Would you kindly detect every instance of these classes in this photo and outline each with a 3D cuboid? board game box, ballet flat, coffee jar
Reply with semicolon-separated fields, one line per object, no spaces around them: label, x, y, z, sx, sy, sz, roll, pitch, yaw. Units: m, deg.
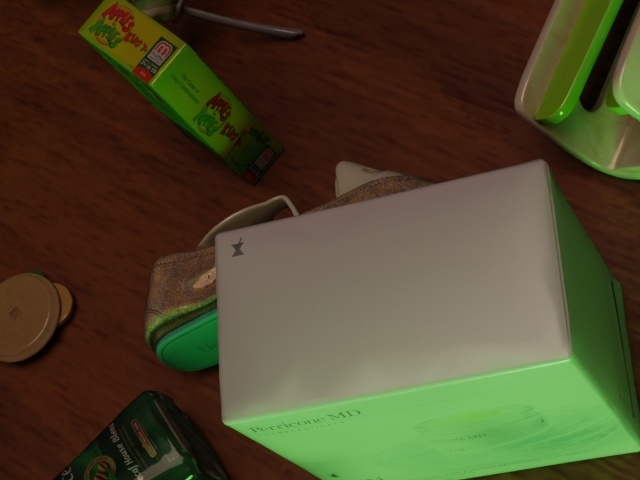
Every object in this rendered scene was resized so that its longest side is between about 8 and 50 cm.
board game box;-0.107;-0.118;1.170;0.092;0.181;0.043;37;86;31
ballet flat;0.000;0.000;1.122;0.316;0.107;0.106;-19;52;14
coffee jar;-0.167;0.205;1.116;0.184;0.079;0.096;-40;58;3

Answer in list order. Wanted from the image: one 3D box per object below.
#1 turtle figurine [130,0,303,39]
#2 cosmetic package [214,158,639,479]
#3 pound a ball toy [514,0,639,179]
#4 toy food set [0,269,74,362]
turtle figurine;-0.137;-0.277;1.302;0.266;0.274;0.198;3;92;46
cosmetic package;0.078;0.070;0.982;0.224;0.224;0.138;-13;63;19
pound a ball toy;0.278;-0.163;1.029;0.208;0.135;0.319;-1;62;62
toy food set;-0.255;0.065;1.251;0.082;0.020;0.083;25;80;31
